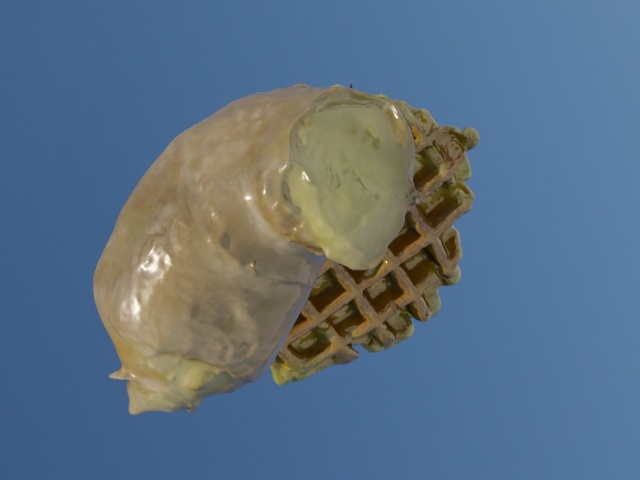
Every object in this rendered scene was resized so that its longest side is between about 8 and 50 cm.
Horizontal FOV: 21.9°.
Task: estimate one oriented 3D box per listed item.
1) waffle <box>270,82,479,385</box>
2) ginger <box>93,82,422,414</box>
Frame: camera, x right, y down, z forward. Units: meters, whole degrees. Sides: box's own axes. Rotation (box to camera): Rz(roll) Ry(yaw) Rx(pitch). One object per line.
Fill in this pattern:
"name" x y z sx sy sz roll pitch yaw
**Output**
"waffle" 0.009 -0.003 1.486 0.058 0.301 0.281 -134 30 -53
"ginger" -0.054 -0.001 1.090 0.138 0.267 0.152 29 -158 -37
